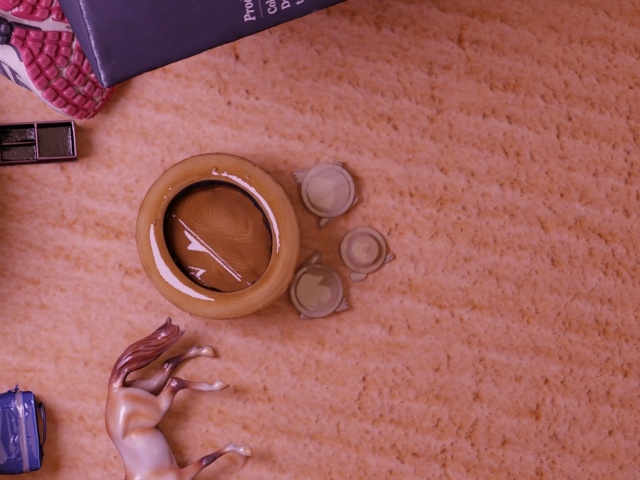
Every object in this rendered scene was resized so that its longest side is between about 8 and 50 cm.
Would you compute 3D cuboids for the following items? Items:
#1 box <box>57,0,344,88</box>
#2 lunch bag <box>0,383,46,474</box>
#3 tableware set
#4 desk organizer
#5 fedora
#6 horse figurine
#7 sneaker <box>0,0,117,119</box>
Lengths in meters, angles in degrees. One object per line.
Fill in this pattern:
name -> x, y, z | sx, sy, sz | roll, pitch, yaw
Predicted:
box -> -0.095, -0.463, 1.541 | 0.472, 0.480, 0.297 | -20, 136, -11
lunch bag -> -0.336, 0.209, 1.718 | 0.065, 0.067, 0.098 | -5, 89, -11
tableware set -> 0.000, 0.000, 1.810 | 0.141, 0.020, 0.168 | -33, 95, -10
desk organizer -> -0.337, -0.108, 1.731 | 0.130, 0.050, 0.047 | -4, 90, -11
fedora -> -0.111, -0.001, 1.750 | 0.194, 0.079, 0.194 | -1, 81, 5
horse figurine -> -0.175, 0.223, 1.751 | 0.174, 0.066, 0.263 | -18, 95, -16
sneaker -> -0.328, -0.235, 1.665 | 0.299, 0.112, 0.121 | 37, 77, -44
